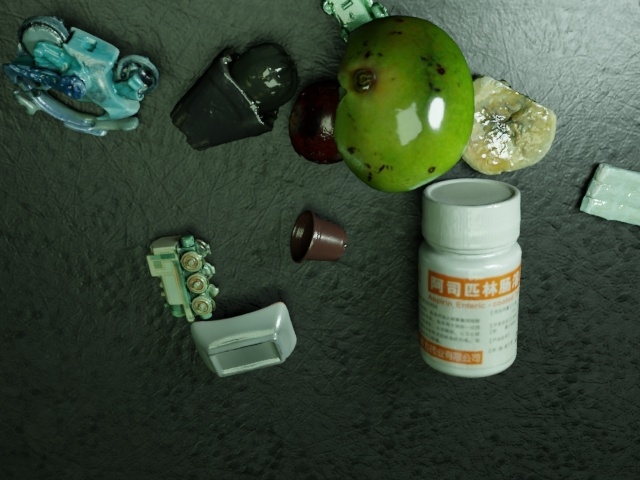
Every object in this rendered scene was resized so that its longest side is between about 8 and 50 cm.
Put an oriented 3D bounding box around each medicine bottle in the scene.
[{"bbox_3d":[0.304,0.074,1.555,0.210,0.211,0.372,-4,112,-3],"label":"medicine bottle"}]

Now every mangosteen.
[{"bbox_3d":[0.029,-0.227,1.455,0.180,0.166,0.166,-8,114,-30],"label":"mangosteen"}]

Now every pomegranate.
[{"bbox_3d":[0.182,-0.235,1.356,0.216,0.358,0.310,-8,76,36],"label":"pomegranate"}]

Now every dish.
[{"bbox_3d":[-0.160,0.225,1.624,0.212,0.077,0.151,-13,135,1],"label":"dish"}]

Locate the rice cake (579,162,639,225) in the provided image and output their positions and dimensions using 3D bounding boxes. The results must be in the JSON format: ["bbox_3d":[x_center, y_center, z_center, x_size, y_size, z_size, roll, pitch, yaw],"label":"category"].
[{"bbox_3d":[0.665,-0.091,1.609,0.211,0.038,0.124,16,109,-9],"label":"rice cake"}]

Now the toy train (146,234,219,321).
[{"bbox_3d":[-0.285,0.081,1.590,0.125,0.081,0.194,-5,114,9],"label":"toy train"}]

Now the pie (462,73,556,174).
[{"bbox_3d":[0.360,-0.223,1.531,0.218,0.052,0.185,22,113,-10],"label":"pie"}]

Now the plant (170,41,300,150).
[{"bbox_3d":[-0.157,-0.273,1.429,0.256,0.142,0.164,-27,111,18],"label":"plant"}]

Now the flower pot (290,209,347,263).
[{"bbox_3d":[0.000,0.000,1.572,0.089,0.111,0.111,13,110,-25],"label":"flower pot"}]

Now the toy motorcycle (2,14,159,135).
[{"bbox_3d":[-0.443,-0.296,1.404,0.260,0.154,0.206,22,131,-16],"label":"toy motorcycle"}]

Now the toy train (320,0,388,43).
[{"bbox_3d":[0.067,-0.424,1.422,0.099,0.081,0.149,-37,103,10],"label":"toy train"}]
